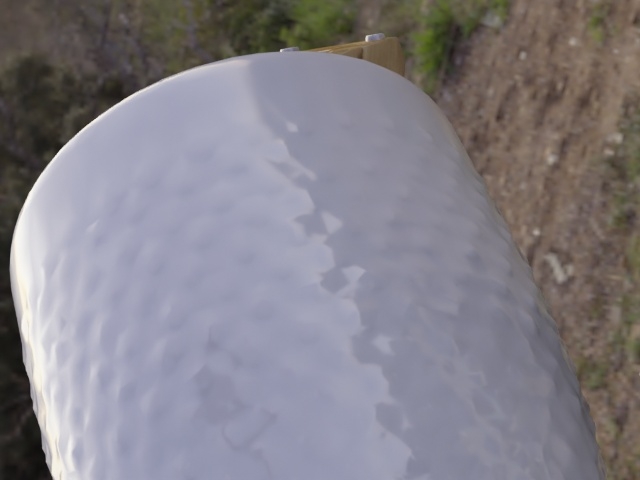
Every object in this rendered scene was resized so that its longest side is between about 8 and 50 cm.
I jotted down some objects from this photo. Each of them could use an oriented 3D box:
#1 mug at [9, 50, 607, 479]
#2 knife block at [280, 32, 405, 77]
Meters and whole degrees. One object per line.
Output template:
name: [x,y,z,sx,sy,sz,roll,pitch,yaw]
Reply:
mug: [0.008,0.143,0.744,0.374,0.276,0.328,82,169,-49]
knife block: [0.000,0.000,0.889,0.088,0.275,0.242,-6,101,16]
